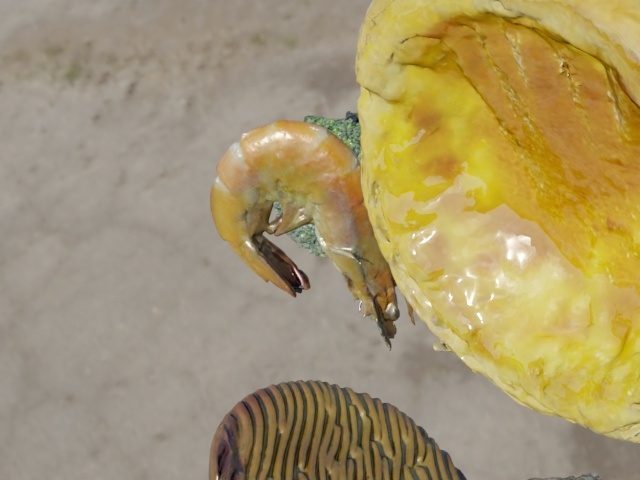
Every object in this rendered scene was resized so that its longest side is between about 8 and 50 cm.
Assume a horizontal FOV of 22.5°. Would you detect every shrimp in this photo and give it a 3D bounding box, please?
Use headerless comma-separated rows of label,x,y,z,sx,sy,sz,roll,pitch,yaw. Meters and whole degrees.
shrimp,0.000,0.000,1.435,0.150,0.248,0.068,-27,22,24

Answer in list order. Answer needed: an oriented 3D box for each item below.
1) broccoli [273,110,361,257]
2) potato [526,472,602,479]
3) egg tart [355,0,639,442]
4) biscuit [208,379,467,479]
broccoli,0.041,-0.069,2.085,0.226,0.198,0.176,0,11,-1
potato,0.175,0.225,1.206,0.086,0.061,0.122,-47,13,-30
egg tart,0.185,-0.041,1.100,0.388,0.388,0.169,17,42,43
biscuit,0.032,0.271,1.664,0.318,0.040,0.318,20,40,-18
